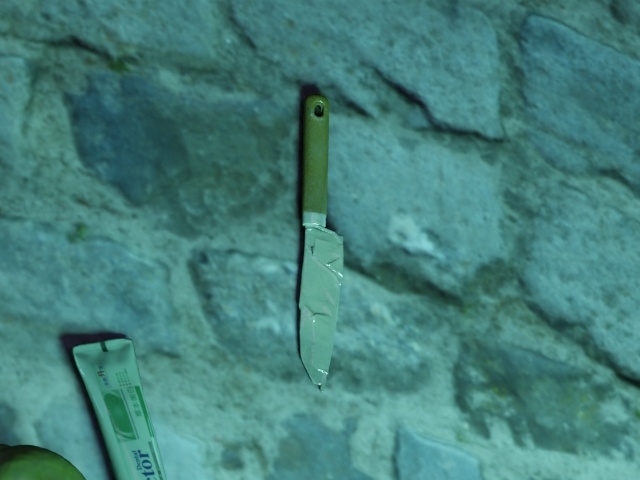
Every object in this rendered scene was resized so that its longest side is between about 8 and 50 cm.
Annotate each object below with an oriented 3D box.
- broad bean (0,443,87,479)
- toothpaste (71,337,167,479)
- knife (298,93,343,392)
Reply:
[{"bbox_3d":[-0.264,0.300,1.578,0.189,0.121,0.263,20,81,-39],"label":"broad bean"},{"bbox_3d":[-0.166,0.191,1.692,0.064,0.041,0.218,-8,75,-36],"label":"toothpaste"},{"bbox_3d":[0.001,-0.001,1.832,0.047,0.017,0.298,11,70,-26],"label":"knife"}]
